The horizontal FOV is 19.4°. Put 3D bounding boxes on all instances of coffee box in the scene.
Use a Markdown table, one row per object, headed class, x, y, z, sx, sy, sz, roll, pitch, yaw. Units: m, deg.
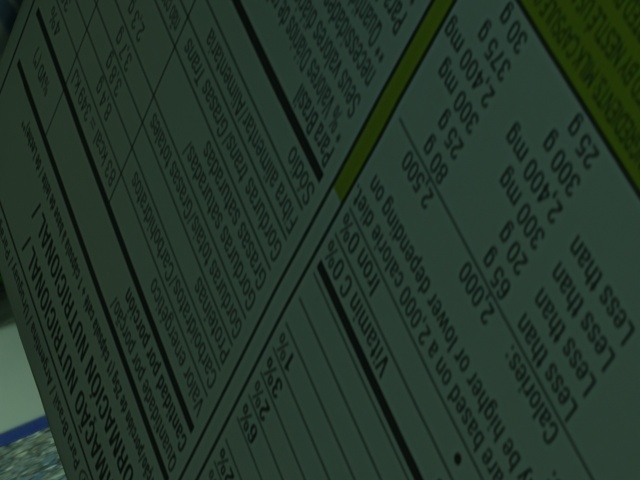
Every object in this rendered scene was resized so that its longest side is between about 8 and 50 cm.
| class | x | y | z | sx | sy | sz | roll | pitch | yaw |
| --- | --- | --- | --- | --- | --- | --- | --- | --- | --- |
| coffee box | 0.139 | -0.013 | 0.499 | 0.338 | 0.338 | 0.334 | 2 | 135 | -31 |

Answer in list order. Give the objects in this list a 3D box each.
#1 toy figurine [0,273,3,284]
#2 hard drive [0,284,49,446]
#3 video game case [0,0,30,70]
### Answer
| class | x | y | z | sx | sy | sz | roll | pitch | yaw |
| --- | --- | --- | --- | --- | --- | --- | --- | --- | --- |
| toy figurine | -0.183 | -0.031 | 0.717 | 0.173 | 0.130 | 0.159 | 17 | 159 | -18 |
| hard drive | -0.102 | 0.008 | 0.782 | 0.210 | 0.040 | 0.318 | -24 | -167 | 31 |
| video game case | -0.007 | -0.188 | 0.517 | 0.300 | 0.036 | 0.329 | -30 | 146 | -1 |
